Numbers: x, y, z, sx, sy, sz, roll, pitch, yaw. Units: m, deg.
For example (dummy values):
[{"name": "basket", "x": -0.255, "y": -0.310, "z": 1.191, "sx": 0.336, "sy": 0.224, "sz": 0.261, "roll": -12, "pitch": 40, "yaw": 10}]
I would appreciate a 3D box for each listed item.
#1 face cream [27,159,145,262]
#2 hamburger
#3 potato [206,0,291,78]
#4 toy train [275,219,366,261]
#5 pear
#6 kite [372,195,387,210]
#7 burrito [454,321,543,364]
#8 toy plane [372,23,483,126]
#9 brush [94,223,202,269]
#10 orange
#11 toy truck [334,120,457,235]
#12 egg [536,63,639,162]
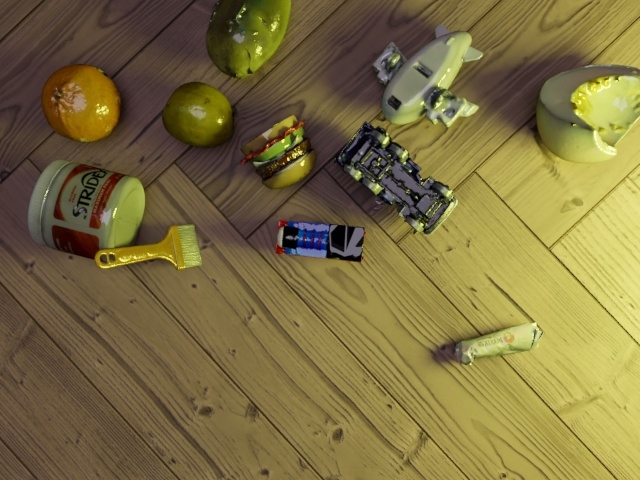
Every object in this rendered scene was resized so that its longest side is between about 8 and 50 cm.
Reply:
[{"name": "face cream", "x": -0.513, "y": -0.063, "z": 1.481, "sx": 0.187, "sy": 0.201, "sz": 0.201, "roll": 14, "pitch": 89, "yaw": 2}, {"name": "hamburger", "x": -0.084, "y": -0.191, "z": 1.496, "sx": 0.175, "sy": 0.175, "sz": 0.137, "roll": -34, "pitch": 101, "yaw": 1}, {"name": "potato", "x": -0.163, "y": -0.492, "z": 1.507, "sx": 0.169, "sy": 0.143, "sz": 0.248, "roll": 30, "pitch": 89, "yaw": -8}, {"name": "toy train", "x": 0.000, "y": 0.000, "z": 1.499, "sx": 0.204, "sy": 0.131, "sz": 0.083, "roll": 5, "pitch": 90, "yaw": 2}, {"name": "pear", "x": -0.270, "y": -0.283, "z": 1.505, "sx": 0.162, "sy": 0.149, "sz": 0.149, "roll": 15, "pitch": 89, "yaw": -4}, {"name": "kite", "x": 0.144, "y": -0.135, "z": 1.559, "sx": 0.156, "sy": 0.011, "sz": 0.139, "roll": 20, "pitch": 87, "yaw": 2}, {"name": "burrito", "x": 0.405, "y": 0.238, "z": 1.520, "sx": 0.203, "sy": 0.064, "sz": 0.064, "roll": -15, "pitch": 89, "yaw": 0}, {"name": "toy plane", "x": 0.243, "y": -0.368, "z": 1.504, "sx": 0.267, "sy": 0.122, "sz": 0.267, "roll": -4, "pitch": 75, "yaw": 15}, {"name": "brush", "x": -0.377, "y": 0.026, "z": 1.470, "sx": 0.013, "sy": 0.272, "sz": 0.103, "roll": -12, "pitch": 89, "yaw": 41}, {"name": "orange", "x": -0.543, "y": -0.313, "z": 1.514, "sx": 0.177, "sy": 0.155, "sz": 0.177, "roll": -1, "pitch": 97, "yaw": -9}, {"name": "toy truck", "x": 0.164, "y": -0.132, "z": 1.481, "sx": 0.268, "sy": 0.155, "sz": 0.124, "roll": 40, "pitch": 91, "yaw": -3}, {"name": "egg", "x": 0.586, "y": -0.264, "z": 1.475, "sx": 0.206, "sy": 0.162, "sz": 0.271, "roll": 25, "pitch": 53, "yaw": 33}]
